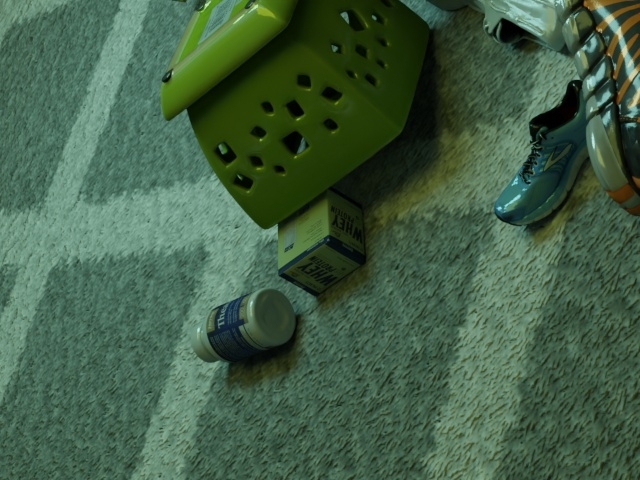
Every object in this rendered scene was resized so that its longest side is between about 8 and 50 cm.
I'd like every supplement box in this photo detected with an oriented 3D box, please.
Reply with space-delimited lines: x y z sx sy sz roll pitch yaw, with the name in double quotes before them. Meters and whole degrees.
"supplement box" 0.000 0.000 1.827 0.083 0.056 0.083 -35 40 33

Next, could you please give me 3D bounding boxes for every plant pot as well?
"plant pot" -0.038 -0.188 1.840 0.227 0.207 0.228 -35 24 32

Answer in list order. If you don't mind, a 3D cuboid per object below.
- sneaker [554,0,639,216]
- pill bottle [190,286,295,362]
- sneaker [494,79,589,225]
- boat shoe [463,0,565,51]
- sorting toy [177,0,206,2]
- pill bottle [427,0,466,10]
"sneaker" 0.323 -0.185 1.497 0.180 0.124 0.321 -30 53 32
"pill bottle" -0.090 0.099 1.861 0.120 0.067 0.067 -23 47 43
"sneaker" 0.214 -0.088 1.590 0.162 0.073 0.063 -54 33 9
"boat shoe" 0.202 -0.235 1.742 0.184 0.066 0.063 27 87 48
"sorting toy" -0.106 -0.391 2.291 0.274 0.046 0.132 -15 53 48
"pill bottle" 0.069 -0.380 1.823 0.161 0.283 0.161 -34 40 35
